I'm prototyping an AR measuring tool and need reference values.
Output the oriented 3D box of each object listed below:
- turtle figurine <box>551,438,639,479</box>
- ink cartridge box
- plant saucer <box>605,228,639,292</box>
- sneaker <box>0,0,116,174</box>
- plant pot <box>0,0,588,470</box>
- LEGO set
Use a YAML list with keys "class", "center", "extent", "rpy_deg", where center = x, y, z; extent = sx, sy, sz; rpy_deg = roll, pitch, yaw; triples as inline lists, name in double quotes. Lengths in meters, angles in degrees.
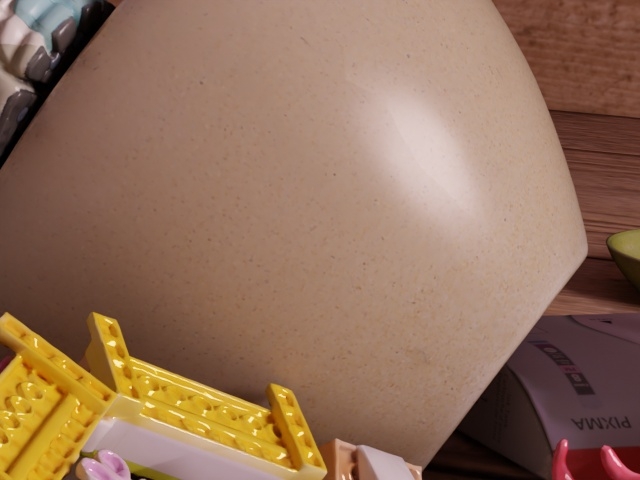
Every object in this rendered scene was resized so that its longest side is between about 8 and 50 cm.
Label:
- class: "turtle figurine"
  center: [0.150, 0.110, 0.547]
  extent: [0.175, 0.118, 0.234]
  rpy_deg: [9, 5, 28]
- class: "ink cartridge box"
  center: [0.180, 0.083, 0.871]
  extent: [0.189, 0.066, 0.232]
  rpy_deg: [0, 6, -22]
- class: "plant saucer"
  center: [0.321, 0.028, 1.286]
  extent: [0.241, 0.037, 0.241]
  rpy_deg: [3, 10, -1]
- class: "sneaker"
  center: [-0.169, -0.039, 0.778]
  extent: [0.122, 0.283, 0.110]
  rpy_deg: [39, 50, 8]
- class: "plant pot"
  center: [0.000, 0.000, 0.785]
  extent: [0.191, 0.284, 0.284]
  rpy_deg: [38, 16, 7]
- class: "LEGO set"
  center: [-0.079, 0.105, 0.615]
  extent: [0.132, 0.107, 0.287]
  rpy_deg: [45, 20, 17]
